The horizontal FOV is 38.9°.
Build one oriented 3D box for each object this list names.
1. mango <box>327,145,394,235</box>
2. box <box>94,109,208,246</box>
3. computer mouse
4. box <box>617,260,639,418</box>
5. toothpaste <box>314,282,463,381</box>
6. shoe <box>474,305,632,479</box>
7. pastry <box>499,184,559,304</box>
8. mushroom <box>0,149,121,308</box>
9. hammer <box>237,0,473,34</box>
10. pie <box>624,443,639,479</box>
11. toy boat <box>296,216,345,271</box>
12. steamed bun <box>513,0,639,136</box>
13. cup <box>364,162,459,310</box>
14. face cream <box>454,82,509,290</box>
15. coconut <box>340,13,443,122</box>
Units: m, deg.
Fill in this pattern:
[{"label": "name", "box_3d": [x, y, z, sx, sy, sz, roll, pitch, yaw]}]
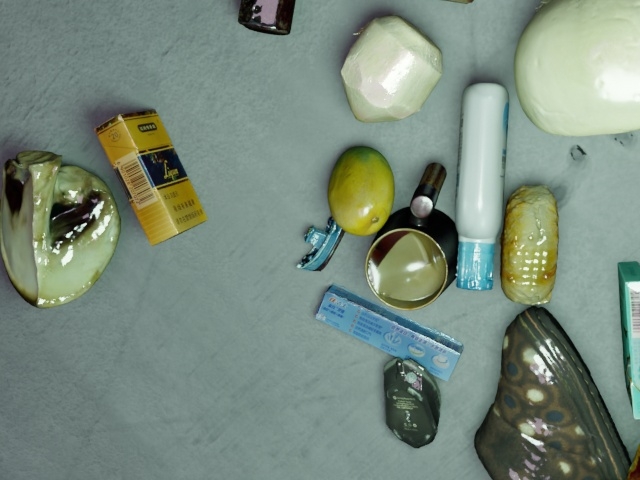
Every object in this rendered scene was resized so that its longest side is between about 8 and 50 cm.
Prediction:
[{"label": "mango", "box_3d": [0.068, -0.092, 1.579, 0.092, 0.195, 0.130, 32, 114, -30]}, {"label": "box", "box_3d": [-0.310, -0.119, 1.678, 0.070, 0.152, 0.237, -22, 94, 18]}, {"label": "computer mouse", "box_3d": [0.173, 0.296, 1.676, 0.105, 0.062, 0.192, 2, 113, 32]}, {"label": "box", "box_3d": [0.527, 0.163, 1.517, 0.041, 0.162, 0.229, -4, 99, 15]}, {"label": "toothpaste", "box_3d": [0.127, 0.168, 1.678, 0.272, 0.053, 0.066, 25, 109, 8]}, {"label": "shoe", "box_3d": [0.376, 0.315, 1.579, 0.237, 0.171, 0.384, -26, 101, 13]}, {"label": "pastry", "box_3d": [0.349, 0.006, 1.528, 0.093, 0.182, 0.193, 2, 112, 10]}, {"label": "mushroom", "box_3d": [-0.520, -0.047, 1.768, 0.217, 0.212, 0.292, 25, 127, 54]}, {"label": "hammer", "box_3d": [0.073, -0.457, 1.552, 0.408, 0.095, 0.243, 8, 97, 3]}, {"label": "pie", "box_3d": [0.680, 0.331, 1.432, 0.395, 0.180, 0.418, 19, 110, -26]}, {"label": "toy boat", "box_3d": [0.000, 0.000, 1.672, 0.060, 0.060, 0.137, 25, 112, -12]}, {"label": "steamed bun", "box_3d": [0.461, -0.290, 1.376, 0.333, 0.312, 0.233, -11, 100, 8]}, {"label": "cup", "box_3d": [0.152, -0.003, 1.573, 0.166, 0.177, 0.240, -10, 98, 16]}, {"label": "face cream", "box_3d": [0.266, -0.086, 1.511, 0.080, 0.163, 0.337, 3, 91, 11]}, {"label": "coconut", "box_3d": [0.111, -0.283, 1.539, 0.171, 0.171, 0.183, 42, 105, 3]}]
